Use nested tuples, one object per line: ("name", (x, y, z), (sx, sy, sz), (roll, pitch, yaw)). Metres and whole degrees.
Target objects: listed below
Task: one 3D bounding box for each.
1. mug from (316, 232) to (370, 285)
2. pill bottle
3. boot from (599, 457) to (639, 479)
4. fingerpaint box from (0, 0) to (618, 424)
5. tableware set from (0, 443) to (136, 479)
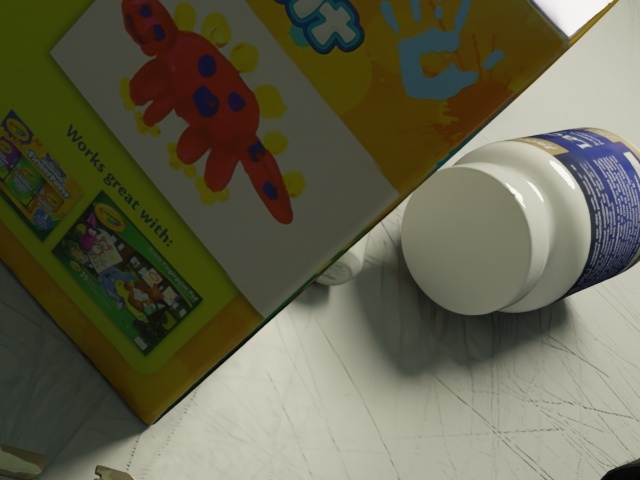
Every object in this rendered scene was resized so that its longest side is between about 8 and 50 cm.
("mug", (0.003, 0.002, 0.925), (0.062, 0.078, 0.064), (60, 27, -47))
("pill bottle", (0.194, -0.018, 1.052), (0.264, 0.153, 0.153), (-15, 67, -53))
("boot", (0.424, 0.182, 1.073), (0.445, 0.367, 0.146), (-22, 97, -31))
("fingerpaint box", (-0.110, -0.177, 0.692), (0.445, 0.371, 0.163), (47, 34, 2))
("tableware set", (-0.146, 0.176, 0.594), (0.194, 0.039, 0.128), (22, 53, -23))
